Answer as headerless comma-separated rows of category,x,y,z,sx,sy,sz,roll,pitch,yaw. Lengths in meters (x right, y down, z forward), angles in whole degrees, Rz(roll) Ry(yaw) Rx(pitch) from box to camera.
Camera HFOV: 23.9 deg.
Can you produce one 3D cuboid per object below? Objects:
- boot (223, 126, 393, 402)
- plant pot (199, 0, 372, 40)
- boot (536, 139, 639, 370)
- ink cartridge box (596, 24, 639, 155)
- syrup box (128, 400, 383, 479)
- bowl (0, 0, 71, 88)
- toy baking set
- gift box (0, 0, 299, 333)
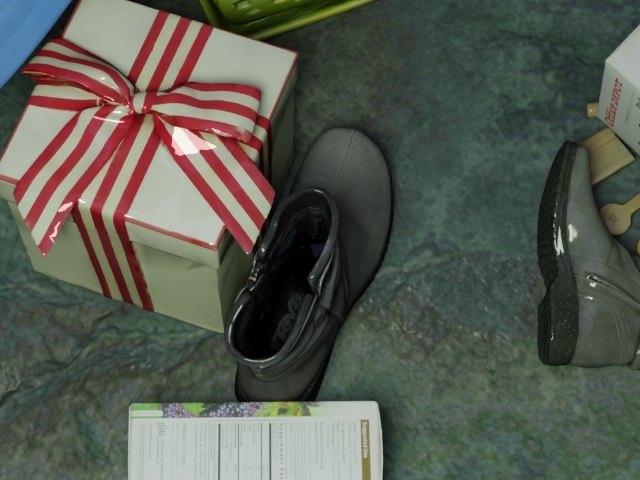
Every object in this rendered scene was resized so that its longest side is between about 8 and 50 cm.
boot,0.000,0.000,1.465,0.118,0.222,0.338,12,65,5
plant pot,-0.052,-0.350,1.638,0.227,0.207,0.228,-21,67,-11
boot,0.307,0.024,1.549,0.161,0.083,0.246,5,72,-4
ink cartridge box,0.388,-0.113,1.529,0.092,0.160,0.219,-43,73,-7
syrup box,-0.061,0.211,1.437,0.237,0.093,0.096,-1,64,-2
bowl,-0.305,-0.272,1.525,0.077,0.391,0.391,37,65,-21
toy baking set,0.394,-0.073,1.617,0.256,0.030,0.196,-8,71,2
gift box,-0.157,-0.061,1.473,0.255,0.258,0.276,13,64,6
